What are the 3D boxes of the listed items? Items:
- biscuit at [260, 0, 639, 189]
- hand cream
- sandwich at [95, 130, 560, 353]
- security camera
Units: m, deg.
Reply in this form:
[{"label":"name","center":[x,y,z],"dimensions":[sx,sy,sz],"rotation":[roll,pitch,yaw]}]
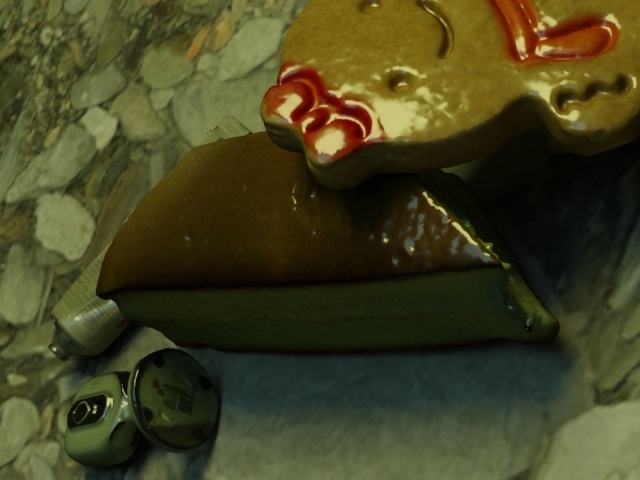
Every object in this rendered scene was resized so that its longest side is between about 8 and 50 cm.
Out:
[{"label":"biscuit","center":[0.081,-0.094,0.767],"dimensions":[0.225,0.036,0.166],"rotation":[-13,46,1]},{"label":"hand cream","center":[-0.092,0.002,0.959],"dimensions":[0.165,0.037,0.057],"rotation":[-48,42,-1]},{"label":"sandwich","center":[0.000,0.000,0.822],"dimensions":[0.258,0.094,0.096],"rotation":[-5,67,39]},{"label":"security camera","center":[-0.102,0.091,0.898],"dimensions":[0.092,0.058,0.058],"rotation":[-23,52,42]}]
